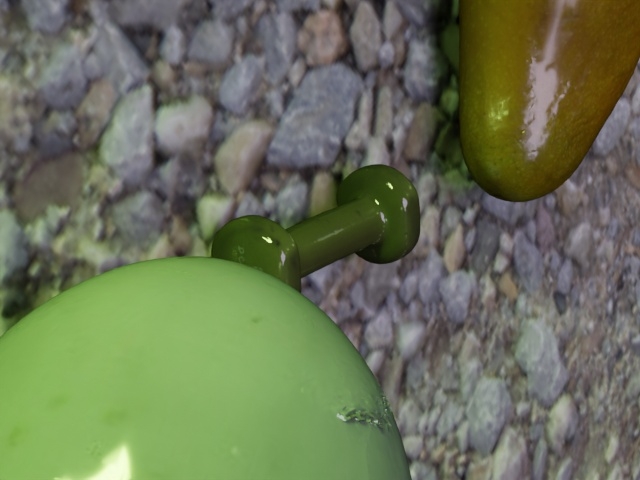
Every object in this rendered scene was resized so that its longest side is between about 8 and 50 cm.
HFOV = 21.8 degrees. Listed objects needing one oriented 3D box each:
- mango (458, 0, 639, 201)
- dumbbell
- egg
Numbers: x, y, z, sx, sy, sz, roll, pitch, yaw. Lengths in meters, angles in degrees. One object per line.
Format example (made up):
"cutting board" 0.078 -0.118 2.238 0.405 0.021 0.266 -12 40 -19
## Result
"mango" 0.130 -0.131 0.914 0.136 0.099 0.228 17 85 -52
"dumbbell" 0.000 0.000 0.800 0.118 0.046 0.052 -23 113 -47
"egg" -0.065 0.142 0.603 0.203 0.203 0.283 32 69 -45
